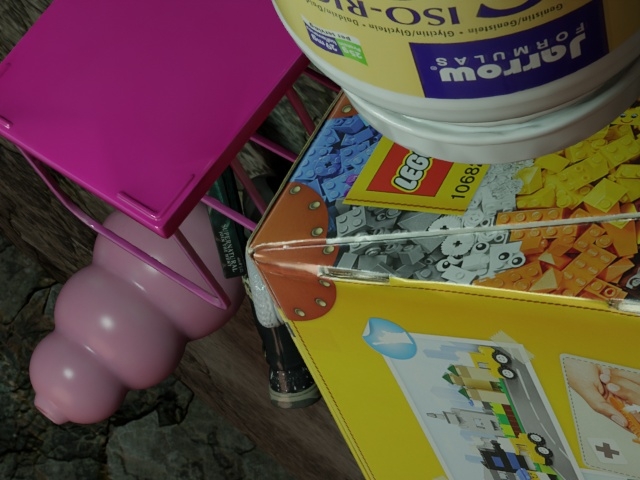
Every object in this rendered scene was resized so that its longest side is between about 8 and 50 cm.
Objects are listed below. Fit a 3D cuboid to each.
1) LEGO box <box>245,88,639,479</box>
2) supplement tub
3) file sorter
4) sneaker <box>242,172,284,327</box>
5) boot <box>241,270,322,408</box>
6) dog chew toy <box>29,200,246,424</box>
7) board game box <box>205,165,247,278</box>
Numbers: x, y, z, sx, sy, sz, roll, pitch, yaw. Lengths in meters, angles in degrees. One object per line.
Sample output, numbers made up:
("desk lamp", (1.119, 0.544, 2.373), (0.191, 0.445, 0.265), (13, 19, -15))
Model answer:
("LEGO box", (0.223, 0.129, 1.277), (0.372, 0.193, 0.500), (7, 139, 33))
("supplement tub", (0.068, -0.208, 0.895), (0.241, 0.241, 0.331), (31, 163, 27))
("file sorter", (-0.077, -0.125, 1.380), (0.202, 0.291, 0.182), (31, 165, 28))
("sneaker", (0.000, 0.000, 1.888), (0.268, 0.153, 0.101), (-96, -4, -63))
("boot", (-0.029, 0.060, 2.074), (0.085, 0.236, 0.179), (-6, 122, 13))
("dog chew toy", (-0.241, 0.094, 2.279), (0.206, 0.332, 0.206), (35, 164, 11))
("board game box", (-0.107, -0.071, 1.842), (0.126, 0.026, 0.186), (-97, -4, -57))
